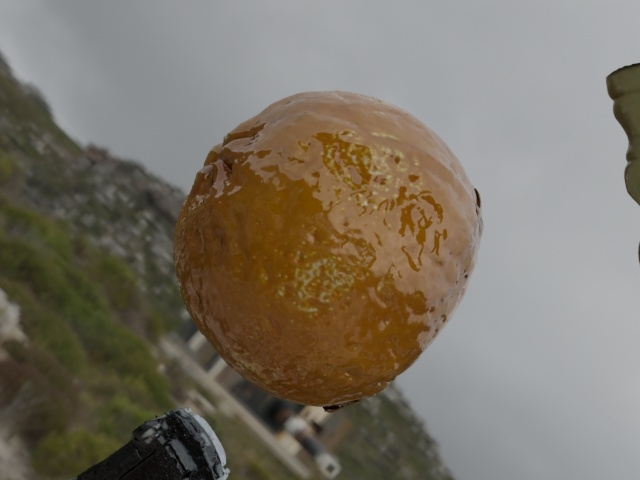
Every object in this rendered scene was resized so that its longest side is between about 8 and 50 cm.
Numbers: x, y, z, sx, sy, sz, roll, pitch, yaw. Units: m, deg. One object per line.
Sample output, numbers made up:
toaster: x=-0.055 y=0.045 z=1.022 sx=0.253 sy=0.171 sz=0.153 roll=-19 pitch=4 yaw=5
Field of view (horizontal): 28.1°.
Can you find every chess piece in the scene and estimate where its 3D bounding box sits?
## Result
chess piece: x=0.308 y=-0.055 z=1.113 sx=0.090 sy=0.090 sz=0.200 roll=133 pitch=-50 yaw=-80

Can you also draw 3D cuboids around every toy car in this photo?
toy car: x=-0.079 y=0.106 z=0.534 sx=0.041 sy=0.093 sz=0.025 roll=59 pitch=23 yaw=13

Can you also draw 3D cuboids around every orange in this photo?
orange: x=0.000 y=0.000 z=1.357 sx=0.293 sy=0.340 sz=0.340 roll=36 pitch=-8 yaw=-13
